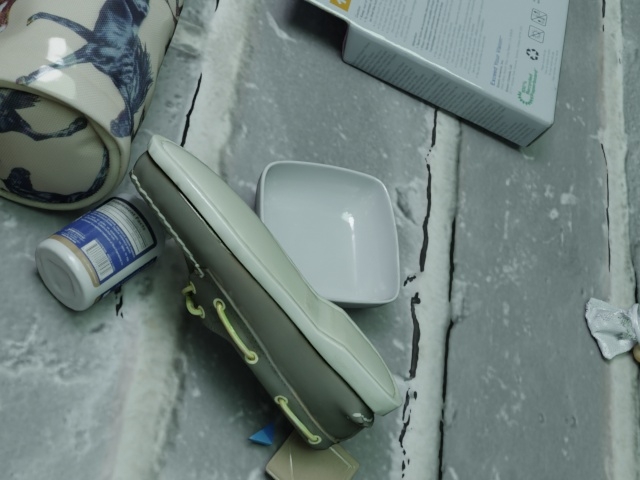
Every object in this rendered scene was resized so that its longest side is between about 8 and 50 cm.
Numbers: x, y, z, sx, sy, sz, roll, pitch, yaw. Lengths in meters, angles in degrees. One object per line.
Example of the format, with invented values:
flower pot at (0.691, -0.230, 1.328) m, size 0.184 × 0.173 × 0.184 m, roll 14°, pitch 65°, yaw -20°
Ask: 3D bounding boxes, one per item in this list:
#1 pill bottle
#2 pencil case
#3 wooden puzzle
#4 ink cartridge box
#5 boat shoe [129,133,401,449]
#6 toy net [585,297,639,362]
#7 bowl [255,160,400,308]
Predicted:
pill bottle at (-0.175, 0.001, 0.894) m, size 0.067 × 0.067 × 0.120 m, roll 50°, pitch 53°, yaw 2°
pencil case at (-0.207, -0.225, 0.938) m, size 0.160 × 0.183 × 0.410 m, roll 42°, pitch 48°, yaw -40°
wooden puzzle at (-0.007, 0.199, 0.921) m, size 0.116 × 0.014 × 0.078 m, roll 49°, pitch 49°, yaw 1°
ink cartridge box at (0.135, -0.308, 1.221) m, size 0.330 × 0.071 × 0.324 m, roll 24°, pitch 57°, yaw -13°
boat shoe at (-0.059, 0.048, 0.877) m, size 0.305 × 0.091 × 0.109 m, roll 49°, pitch 13°, yaw -11°
toy net at (0.391, 0.131, 1.151) m, size 0.232 × 0.045 × 0.122 m, roll 44°, pitch 54°, yaw -2°
bowl at (0.000, 0.000, 1.000) m, size 0.142 × 0.053 × 0.142 m, roll 8°, pitch 63°, yaw -25°
